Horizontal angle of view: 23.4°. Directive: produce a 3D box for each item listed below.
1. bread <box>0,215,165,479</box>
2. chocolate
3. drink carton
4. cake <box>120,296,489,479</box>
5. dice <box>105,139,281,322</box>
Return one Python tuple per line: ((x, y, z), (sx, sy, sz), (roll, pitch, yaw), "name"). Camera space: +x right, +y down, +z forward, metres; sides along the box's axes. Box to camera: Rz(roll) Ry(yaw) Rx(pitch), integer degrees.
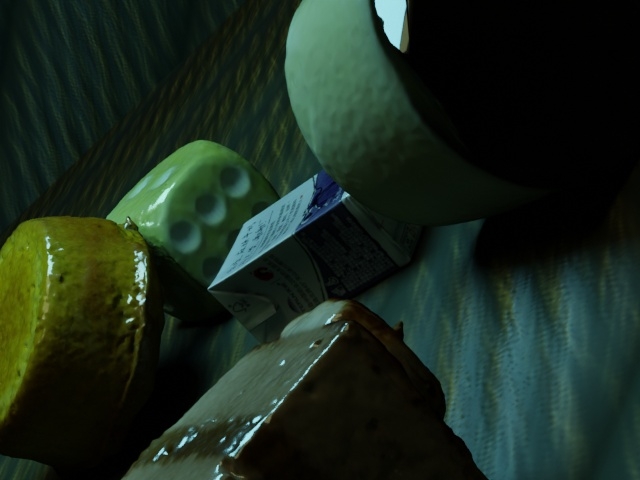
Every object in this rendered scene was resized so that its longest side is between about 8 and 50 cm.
((-0.292, 0.122, 1.762), (0.312, 0.172, 0.312), (-34, 50, 53), "bread")
((0.109, -0.163, 1.417), (0.297, 0.326, 0.314), (-22, 59, 44), "chocolate")
((-0.001, 0.001, 1.644), (0.222, 0.102, 0.134), (-32, 22, 32), "drink carton")
((-0.010, 0.183, 1.065), (0.293, 0.199, 0.196), (-46, 11, -27), "cake")
((-0.153, -0.011, 1.905), (0.169, 0.166, 0.169), (-51, 19, -25), "dice")
